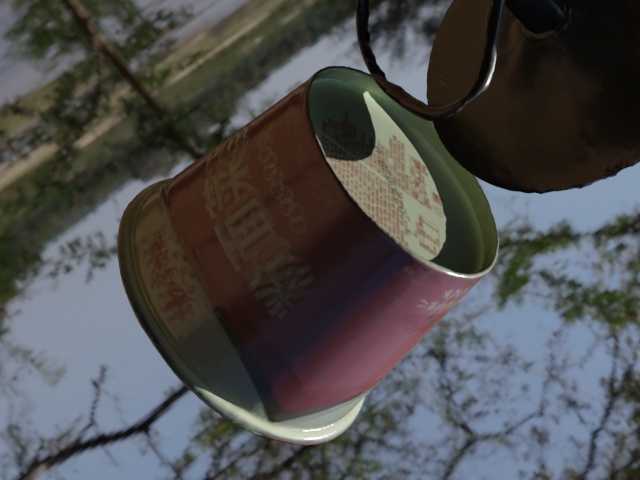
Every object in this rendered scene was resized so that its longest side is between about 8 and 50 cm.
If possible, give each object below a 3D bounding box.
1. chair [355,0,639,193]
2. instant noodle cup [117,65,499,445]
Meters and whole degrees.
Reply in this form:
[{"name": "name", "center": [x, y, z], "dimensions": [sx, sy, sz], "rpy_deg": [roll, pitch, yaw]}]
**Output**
[{"name": "chair", "center": [0.066, -0.202, 0.704], "dimensions": [0.226, 0.401, 0.226], "rpy_deg": [-15, -118, 29]}, {"name": "instant noodle cup", "center": [0.000, 0.000, 0.879], "dimensions": [0.178, 0.235, 0.235], "rpy_deg": [-42, -175, 30]}]
